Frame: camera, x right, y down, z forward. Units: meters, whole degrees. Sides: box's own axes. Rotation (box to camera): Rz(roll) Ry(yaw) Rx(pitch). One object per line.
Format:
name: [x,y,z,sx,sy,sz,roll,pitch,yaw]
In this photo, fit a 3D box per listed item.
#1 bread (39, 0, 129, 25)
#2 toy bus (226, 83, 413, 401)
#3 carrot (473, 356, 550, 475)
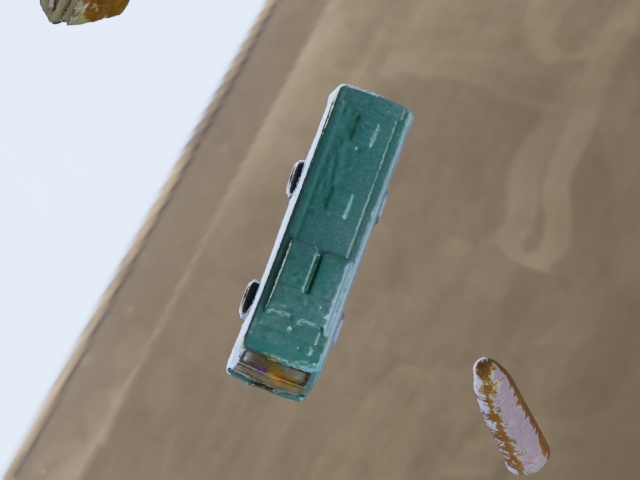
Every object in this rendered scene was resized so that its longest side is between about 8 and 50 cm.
bread: [-0.156,-0.171,0.953,0.036,0.083,0.047,37,-64,7]
toy bus: [0.000,0.000,1.171,0.109,0.091,0.261,116,-7,-73]
carrot: [0.174,0.159,1.314,0.048,0.139,0.048,-20,-148,13]
